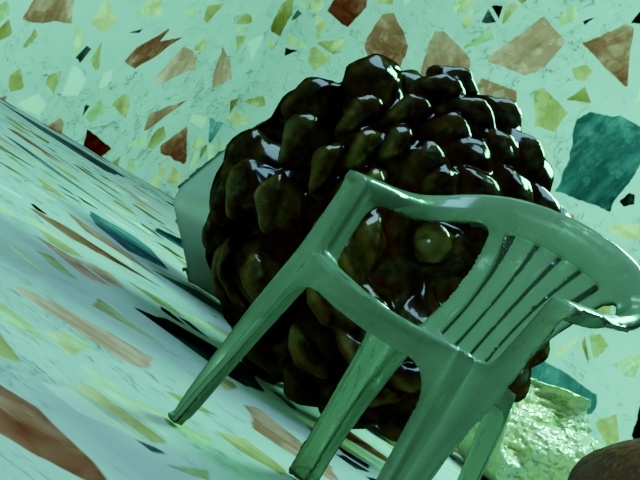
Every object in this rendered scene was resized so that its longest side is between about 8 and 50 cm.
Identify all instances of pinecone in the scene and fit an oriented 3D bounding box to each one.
[{"bbox_3d":[0.065,0.012,1.531,0.397,0.398,0.398,33,0,0],"label":"pinecone"}]

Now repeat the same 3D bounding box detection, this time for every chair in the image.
[{"bbox_3d":[0.075,0.074,0.994,0.203,0.275,0.190,36,2,37],"label":"chair"}]

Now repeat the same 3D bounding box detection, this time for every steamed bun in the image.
[{"bbox_3d":[0.301,0.277,2.012,0.225,0.170,0.200,31,7,-43],"label":"steamed bun"}]

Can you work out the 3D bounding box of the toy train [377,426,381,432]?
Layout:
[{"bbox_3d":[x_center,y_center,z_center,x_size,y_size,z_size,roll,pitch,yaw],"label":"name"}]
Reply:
[{"bbox_3d":[0.023,0.153,1.752,0.251,0.085,0.119,37,-14,12],"label":"toy train"}]

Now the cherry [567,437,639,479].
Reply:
[{"bbox_3d":[0.385,0.310,1.547,0.307,0.221,0.261,17,-19,40],"label":"cherry"}]

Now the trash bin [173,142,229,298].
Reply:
[{"bbox_3d":[0.000,0.000,1.925,0.367,0.256,0.296,24,-38,31],"label":"trash bin"}]
